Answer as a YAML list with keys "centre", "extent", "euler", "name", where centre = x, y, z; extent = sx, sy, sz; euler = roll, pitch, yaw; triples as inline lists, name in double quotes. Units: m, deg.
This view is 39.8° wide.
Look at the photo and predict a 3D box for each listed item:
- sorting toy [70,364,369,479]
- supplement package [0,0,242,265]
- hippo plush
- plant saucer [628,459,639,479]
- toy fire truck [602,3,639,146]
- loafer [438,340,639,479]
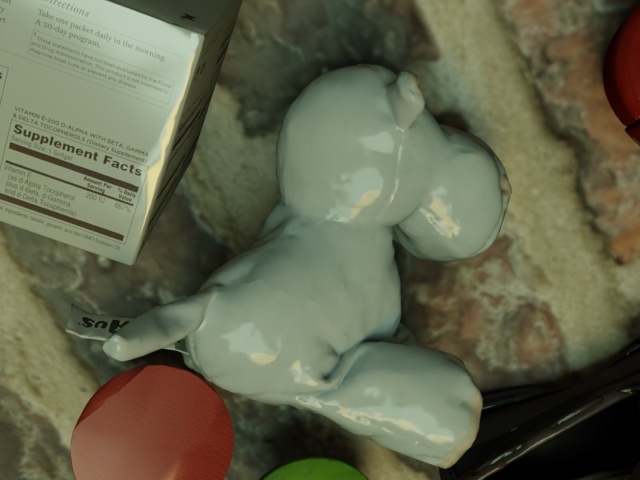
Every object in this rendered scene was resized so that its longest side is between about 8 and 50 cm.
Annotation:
- centre: [-0.044, 0.219, 0.747]
  extent: [0.365, 0.126, 0.127]
  euler: [35, 82, -16]
  name: "sorting toy"
- centre: [-0.199, -0.127, 0.550]
  extent: [0.262, 0.204, 0.145]
  euler: [20, 113, -6]
  name: "supplement package"
- centre: [0.000, 0.000, 0.628]
  extent: [0.294, 0.234, 0.236]
  euler: [24, 81, -25]
  name: "hippo plush"
- centre: [0.362, 0.178, 0.694]
  extent: [0.311, 0.050, 0.310]
  euler: [-10, 131, -12]
  name: "plant saucer"
- centre: [0.258, -0.175, 0.564]
  extent: [0.217, 0.158, 0.246]
  euler: [-44, 85, 12]
  name: "toy fire truck"
- centre: [0.241, 0.155, 0.712]
  extent: [0.303, 0.095, 0.109]
  euler: [-19, 109, 10]
  name: "loafer"
